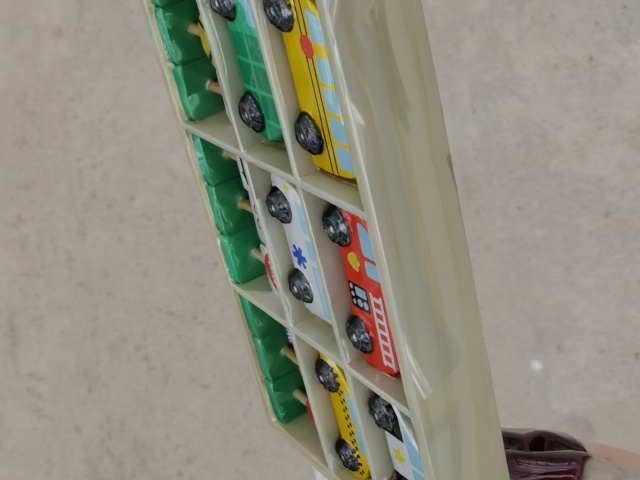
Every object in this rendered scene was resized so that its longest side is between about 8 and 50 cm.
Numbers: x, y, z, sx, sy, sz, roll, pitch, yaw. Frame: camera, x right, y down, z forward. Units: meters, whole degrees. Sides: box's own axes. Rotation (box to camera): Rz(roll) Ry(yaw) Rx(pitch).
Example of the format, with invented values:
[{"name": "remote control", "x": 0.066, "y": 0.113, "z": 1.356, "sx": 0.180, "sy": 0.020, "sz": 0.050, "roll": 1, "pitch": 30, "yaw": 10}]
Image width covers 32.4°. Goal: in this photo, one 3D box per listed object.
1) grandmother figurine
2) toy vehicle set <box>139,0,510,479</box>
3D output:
[{"name": "grandmother figurine", "x": 0.162, "y": 0.167, "z": 0.750, "sx": 0.208, "sy": 0.342, "sz": 0.104, "roll": 125, "pitch": 155, "yaw": -68}, {"name": "toy vehicle set", "x": 0.000, "y": 0.000, "z": 0.462, "sx": 0.166, "sy": 0.035, "sz": 0.267, "roll": 29, "pitch": 139, "yaw": 55}]
